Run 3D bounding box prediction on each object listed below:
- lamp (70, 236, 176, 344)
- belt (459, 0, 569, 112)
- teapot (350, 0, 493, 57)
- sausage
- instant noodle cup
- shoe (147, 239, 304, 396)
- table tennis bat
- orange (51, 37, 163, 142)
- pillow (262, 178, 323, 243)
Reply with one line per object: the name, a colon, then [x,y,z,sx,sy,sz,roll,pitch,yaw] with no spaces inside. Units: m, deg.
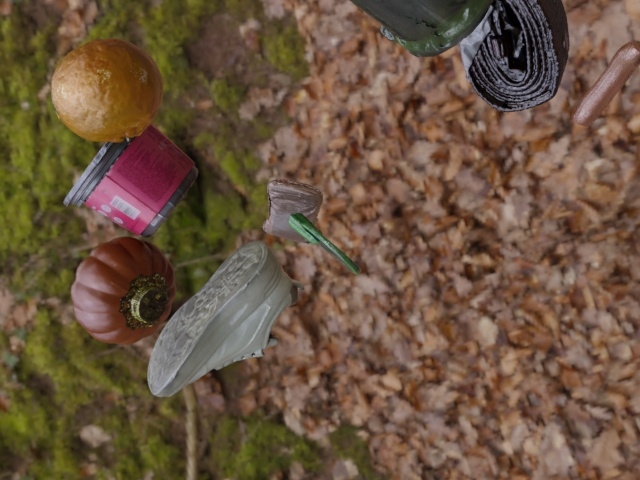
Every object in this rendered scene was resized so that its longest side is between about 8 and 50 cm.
lamp: [-0.394,0.101,1.941,0.196,0.223,0.223,20,127,41]
belt: [0.333,-0.381,1.686,0.164,0.184,0.289,-61,-41,-44]
teapot: [0.116,-0.416,1.332,0.270,0.337,0.200,-33,48,31]
sausage: [0.438,-0.239,1.461,0.186,0.043,0.043,117,138,-56]
instant noodle cup: [-0.363,-0.122,1.926,0.181,0.258,0.302,38,179,-11]
shoe: [-0.147,0.153,1.627,0.159,0.316,0.124,32,-166,-35]
table tennis bat: [0.000,0.000,2.089,0.160,0.039,0.257,44,177,-37]
orange: [-0.335,-0.235,1.522,0.177,0.177,0.155,108,147,-64]
pillow: [-0.063,-0.065,2.250,0.211,0.135,0.034,102,-175,-53]
